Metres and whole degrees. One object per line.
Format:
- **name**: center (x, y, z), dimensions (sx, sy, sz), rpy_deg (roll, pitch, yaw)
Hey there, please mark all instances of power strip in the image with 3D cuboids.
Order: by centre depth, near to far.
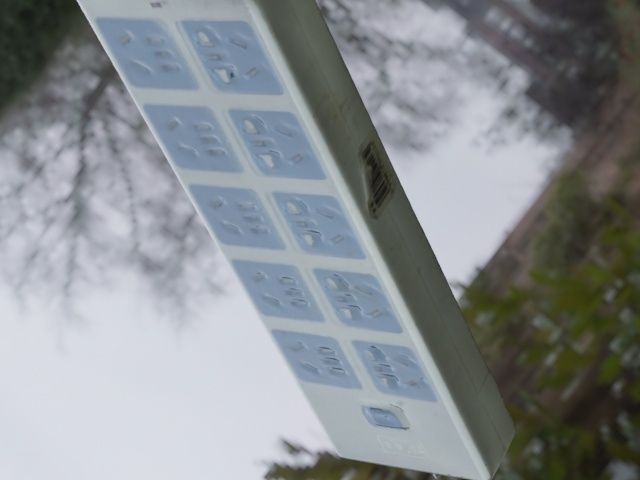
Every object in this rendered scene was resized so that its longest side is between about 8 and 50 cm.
- **power strip**: center (0.000, 0.000, 0.931), dimensions (0.106, 0.043, 0.367), rpy_deg (5, 138, 36)
